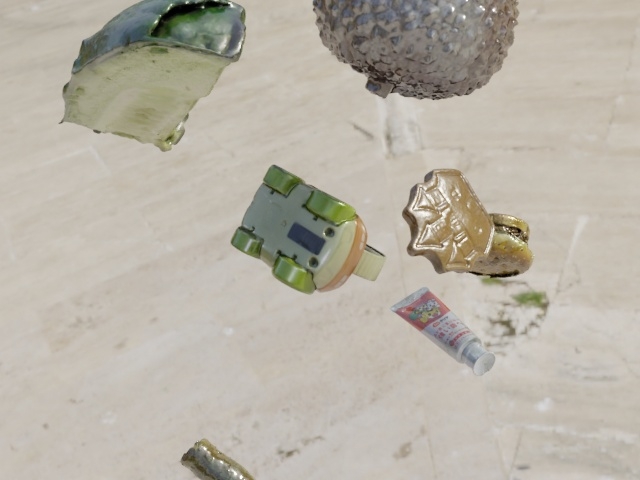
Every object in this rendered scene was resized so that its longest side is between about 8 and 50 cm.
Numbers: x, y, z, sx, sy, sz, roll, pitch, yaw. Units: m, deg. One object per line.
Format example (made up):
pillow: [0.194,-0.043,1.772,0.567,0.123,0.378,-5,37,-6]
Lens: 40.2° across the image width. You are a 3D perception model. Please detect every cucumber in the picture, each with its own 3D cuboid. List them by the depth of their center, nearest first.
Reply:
cucumber: [-0.157,-0.171,0.820,0.145,0.105,0.325,12,-9,-20]

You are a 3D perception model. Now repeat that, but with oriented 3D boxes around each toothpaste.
toothpaste: [0.231,0.166,1.628,0.089,0.057,0.234,-29,39,-17]

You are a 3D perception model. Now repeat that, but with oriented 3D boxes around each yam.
yam: [-0.108,0.405,1.359,0.253,0.061,0.061,41,46,4]

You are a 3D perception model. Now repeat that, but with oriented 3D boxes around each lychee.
lychee: [0.139,-0.327,1.201,0.300,0.300,0.300,-11,29,6]

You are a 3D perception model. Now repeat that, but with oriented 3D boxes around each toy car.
toy car: [0.000,0.000,1.370,0.235,0.235,0.145,34,97,54]

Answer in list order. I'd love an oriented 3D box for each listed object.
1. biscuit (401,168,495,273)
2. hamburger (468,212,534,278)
biscuit: [0.218,-0.028,1.506,0.215,0.182,0.034,-36,5,-42]
hamburger: [0.372,0.017,1.925,0.185,0.113,0.177,7,-17,-8]
